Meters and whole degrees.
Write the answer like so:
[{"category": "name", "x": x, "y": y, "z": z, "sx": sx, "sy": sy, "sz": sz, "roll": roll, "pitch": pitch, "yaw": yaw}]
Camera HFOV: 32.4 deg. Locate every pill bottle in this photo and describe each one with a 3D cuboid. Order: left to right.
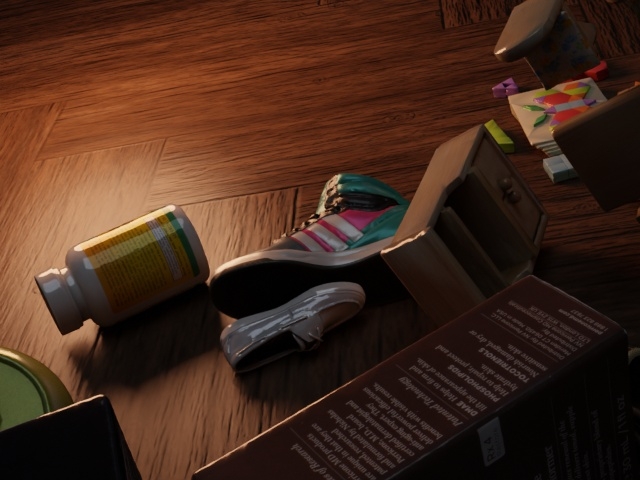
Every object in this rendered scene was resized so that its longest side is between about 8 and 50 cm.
[{"category": "pill bottle", "x": -0.262, "y": 0.042, "z": 1.454, "sx": 0.208, "sy": 0.118, "sz": 0.117, "roll": -26, "pitch": 33, "yaw": -16}]

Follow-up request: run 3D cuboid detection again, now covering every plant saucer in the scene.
[{"category": "plant saucer", "x": -0.390, "y": 0.208, "z": 1.217, "sx": 0.240, "sy": 0.037, "sz": 0.241, "roll": 5, "pitch": 52, "yaw": -7}]

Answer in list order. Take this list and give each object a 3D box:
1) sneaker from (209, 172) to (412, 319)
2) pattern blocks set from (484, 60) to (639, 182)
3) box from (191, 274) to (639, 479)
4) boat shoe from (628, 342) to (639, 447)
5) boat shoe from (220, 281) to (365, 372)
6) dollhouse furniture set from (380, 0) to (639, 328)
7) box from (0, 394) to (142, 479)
[{"category": "sneaker", "x": 0.000, "y": 0.000, "z": 1.403, "sx": 0.295, "sy": 0.124, "sz": 0.178, "roll": -9, "pitch": 36, "yaw": -5}, {"category": "pattern blocks set", "x": 0.369, "y": -0.190, "z": 1.648, "sx": 0.285, "sy": 0.026, "sz": 0.325, "roll": -21, "pitch": 32, "yaw": -10}, {"category": "box", "x": 0.097, "y": 0.209, "z": 0.976, "sx": 0.381, "sy": 0.191, "sz": 0.143, "roll": -28, "pitch": 34, "yaw": -20}, {"category": "boat shoe", "x": 0.308, "y": 0.135, "z": 1.070, "sx": 0.095, "sy": 0.095, "sz": 0.257, "roll": -29, "pitch": 41, "yaw": -20}, {"category": "boat shoe", "x": -0.028, "y": 0.106, "z": 1.314, "sx": 0.184, "sy": 0.066, "sz": 0.063, "roll": -17, "pitch": 46, "yaw": -8}, {"category": "dollhouse furniture set", "x": 0.295, "y": -0.064, "z": 1.192, "sx": 0.394, "sy": 0.362, "sz": 0.256, "roll": -26, "pitch": 22, "yaw": 36}, {"category": "box", "x": -0.175, "y": 0.332, "z": 0.794, "sx": 0.182, "sy": 0.294, "sz": 0.296, "roll": -20, "pitch": 32, "yaw": -4}]
